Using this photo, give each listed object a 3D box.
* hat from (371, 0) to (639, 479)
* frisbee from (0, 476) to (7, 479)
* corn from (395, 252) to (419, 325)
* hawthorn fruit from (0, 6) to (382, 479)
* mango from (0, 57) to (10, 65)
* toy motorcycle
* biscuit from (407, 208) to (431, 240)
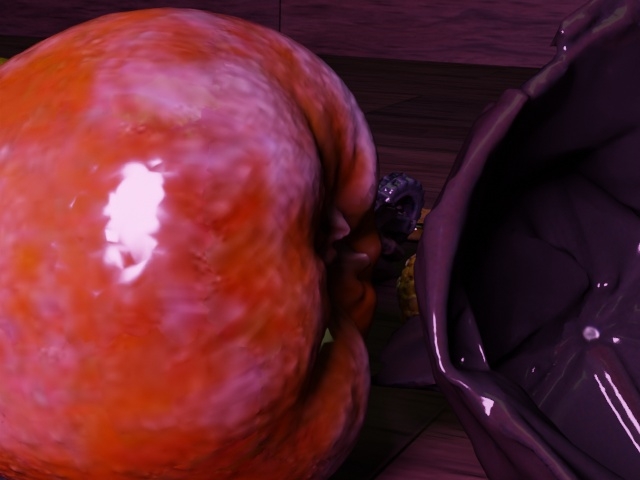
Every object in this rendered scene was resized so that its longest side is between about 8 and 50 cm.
[{"bbox_3d":[0.163,0.075,0.594,0.238,0.209,0.336,-15,56,-12],"label":"hat"},{"bbox_3d":[-0.216,0.122,0.609,0.211,0.012,0.187,2,14,3],"label":"frisbee"},{"bbox_3d":[0.146,0.044,0.845,0.203,0.072,0.072,7,15,19],"label":"corn"},{"bbox_3d":[-0.084,0.025,0.621,0.263,0.231,0.235,-36,30,11],"label":"hawthorn fruit"},{"bbox_3d":[-0.224,-0.036,0.932,0.192,0.156,0.343,-46,36,-18],"label":"mango"},{"bbox_3d":[0.000,0.000,0.964,0.084,0.118,0.212,30,15,32],"label":"toy motorcycle"},{"bbox_3d":[0.083,-0.015,1.190,0.083,0.018,0.081,6,14,17],"label":"biscuit"}]
